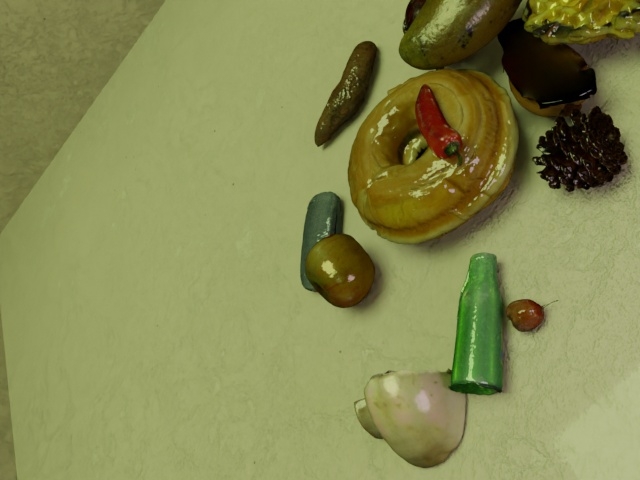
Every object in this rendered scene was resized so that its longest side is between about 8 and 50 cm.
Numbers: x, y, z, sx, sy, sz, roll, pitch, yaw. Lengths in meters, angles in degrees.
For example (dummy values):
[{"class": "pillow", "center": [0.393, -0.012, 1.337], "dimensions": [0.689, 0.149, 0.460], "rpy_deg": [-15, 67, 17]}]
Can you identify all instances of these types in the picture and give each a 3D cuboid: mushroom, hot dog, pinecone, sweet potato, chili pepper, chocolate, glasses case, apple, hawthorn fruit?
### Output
[{"class": "mushroom", "center": [0.168, 0.373, 1.399], "dimensions": [0.236, 0.162, 0.173], "rpy_deg": [-29, 51, 34]}, {"class": "hot dog", "center": [0.504, -0.366, 1.474], "dimensions": [0.194, 0.107, 0.326], "rpy_deg": [-13, 47, 24]}, {"class": "pinecone", "center": [0.503, -0.171, 1.345], "dimensions": [0.165, 0.163, 0.162], "rpy_deg": [-34, 48, 49]}, {"class": "sweet potato", "center": [0.080, -0.417, 1.922], "dimensions": [0.341, 0.092, 0.114], "rpy_deg": [-63, 18, 1]}, {"class": "chili pepper", "center": [0.242, -0.237, 1.406], "dimensions": [0.063, 0.071, 0.272], "rpy_deg": [104, 158, -44]}, {"class": "chocolate", "center": [0.329, 0.167, 1.392], "dimensions": [0.110, 0.110, 0.291], "rpy_deg": [-11, 61, 41]}, {"class": "glasses case", "center": [0.000, 0.000, 1.813], "dimensions": [0.109, 0.067, 0.282], "rpy_deg": [-16, 62, 42]}, {"class": "apple", "center": [0.052, 0.071, 1.653], "dimensions": [0.155, 0.182, 0.182], "rpy_deg": [-39, 40, -16]}, {"class": "hawthorn fruit", "center": [0.422, 0.138, 1.341], "dimensions": [0.103, 0.067, 0.066], "rpy_deg": [-30, 51, 16]}]

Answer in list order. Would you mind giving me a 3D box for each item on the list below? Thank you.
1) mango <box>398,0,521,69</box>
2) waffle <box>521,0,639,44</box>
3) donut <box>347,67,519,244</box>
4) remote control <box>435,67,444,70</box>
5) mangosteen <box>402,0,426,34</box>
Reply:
[{"class": "mango", "center": [0.325, -0.521, 1.534], "dimensions": [0.329, 0.175, 0.176], "rpy_deg": [-49, 39, 0]}, {"class": "waffle", "center": [0.618, -0.552, 1.408], "dimensions": [0.382, 0.095, 0.379], "rpy_deg": [1, 58, 39]}, {"class": "donut", "center": [0.250, -0.201, 1.572], "dimensions": [0.449, 0.198, 0.448], "rpy_deg": [-23, 54, 36]}, {"class": "remote control", "center": [0.305, -0.425, 1.709], "dimensions": [0.016, 0.091, 0.034], "rpy_deg": [-33, 51, -16]}, {"class": "mangosteen", "center": [0.296, -0.541, 1.722], "dimensions": [0.217, 0.192, 0.192], "rpy_deg": [124, 148, -58]}]
